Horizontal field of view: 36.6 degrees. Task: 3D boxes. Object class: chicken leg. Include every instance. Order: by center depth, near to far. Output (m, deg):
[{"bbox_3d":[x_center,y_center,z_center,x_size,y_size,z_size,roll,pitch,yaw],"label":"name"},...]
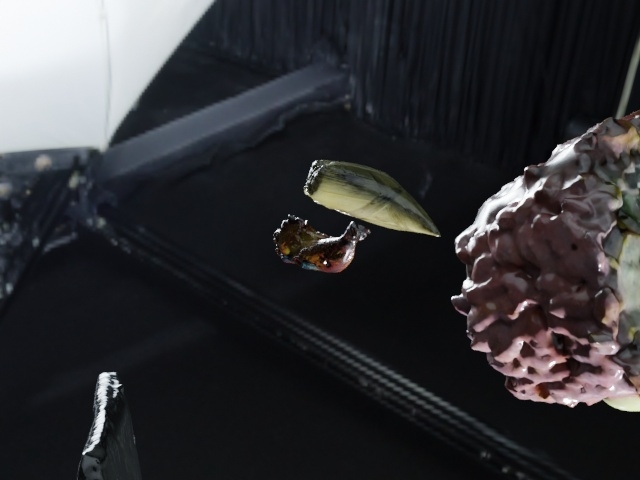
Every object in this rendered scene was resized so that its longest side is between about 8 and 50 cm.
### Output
[{"bbox_3d":[0.002,0.004,0.904,0.037,0.062,0.145,-39,-154,-29],"label":"chicken leg"}]

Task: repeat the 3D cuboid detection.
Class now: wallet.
[{"bbox_3d":[-0.145,0.188,0.695,0.030,0.146,0.285,-8,-176,-9],"label":"wallet"}]

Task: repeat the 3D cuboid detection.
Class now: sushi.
[{"bbox_3d":[0.235,0.029,0.769,0.270,0.171,0.236,-26,-91,-42],"label":"sushi"}]

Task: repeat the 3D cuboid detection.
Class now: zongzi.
[{"bbox_3d":[0.036,-0.026,0.699,0.076,0.040,0.083,9,-155,-37],"label":"zongzi"}]
